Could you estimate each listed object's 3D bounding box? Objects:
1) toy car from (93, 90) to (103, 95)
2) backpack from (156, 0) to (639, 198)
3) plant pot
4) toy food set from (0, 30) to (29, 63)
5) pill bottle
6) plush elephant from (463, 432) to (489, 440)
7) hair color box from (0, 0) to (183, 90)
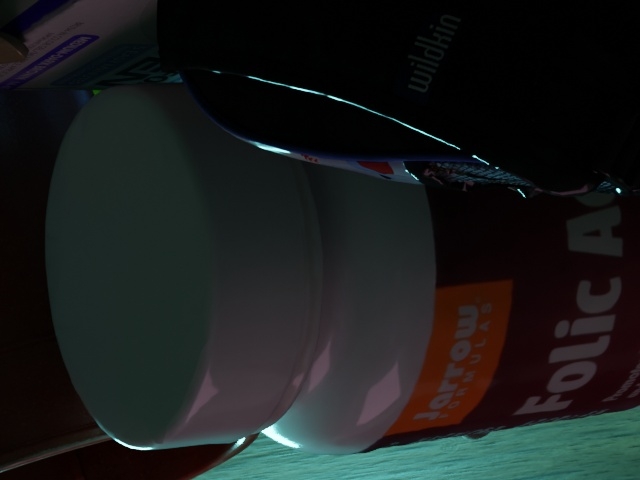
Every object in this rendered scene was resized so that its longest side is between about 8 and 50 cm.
[{"bbox_3d":[-0.104,-0.038,1.419,0.155,0.188,0.149,-8,145,35],"label":"toy car"},{"bbox_3d":[0.064,-0.141,0.762,0.263,0.276,0.213,3,177,29],"label":"backpack"},{"bbox_3d":[-0.206,0.037,1.172,0.272,0.265,0.272,-18,165,-5],"label":"plant pot"},{"bbox_3d":[-0.248,-0.124,0.917,0.132,0.038,0.192,-3,149,39],"label":"toy food set"},{"bbox_3d":[0.062,0.001,1.060,0.392,0.224,0.224,-5,172,-33],"label":"pill bottle"},{"bbox_3d":[0.050,0.072,1.687,0.330,0.255,0.272,-10,163,35],"label":"plush elephant"},{"bbox_3d":[-0.026,-0.154,1.055,0.339,0.110,0.185,-5,171,-35],"label":"hair color box"}]
